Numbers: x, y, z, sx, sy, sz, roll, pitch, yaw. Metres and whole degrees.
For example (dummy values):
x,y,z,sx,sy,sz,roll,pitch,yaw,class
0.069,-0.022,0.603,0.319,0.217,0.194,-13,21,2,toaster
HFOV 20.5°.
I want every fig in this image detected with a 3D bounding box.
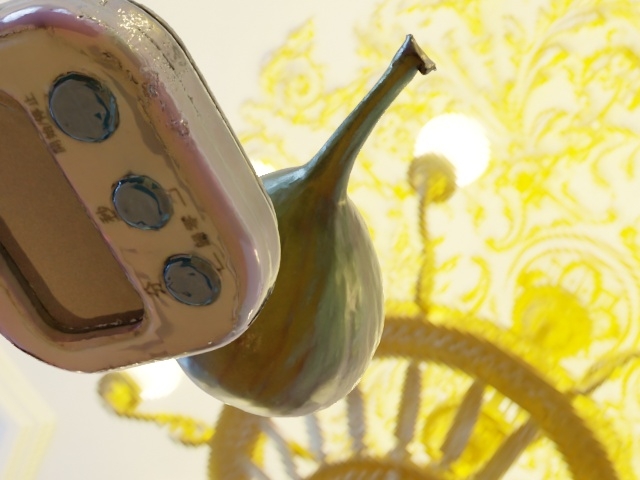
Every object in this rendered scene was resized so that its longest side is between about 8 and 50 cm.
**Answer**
x,y,z,sx,sy,sz,roll,pitch,yaw,class
0.000,0.000,1.088,0.151,0.151,0.259,39,-51,5,fig

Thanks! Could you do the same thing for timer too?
x,y,z,sx,sy,sz,roll,pitch,yaw,class
-0.126,-0.029,0.923,0.190,0.069,0.208,-13,-62,33,timer
